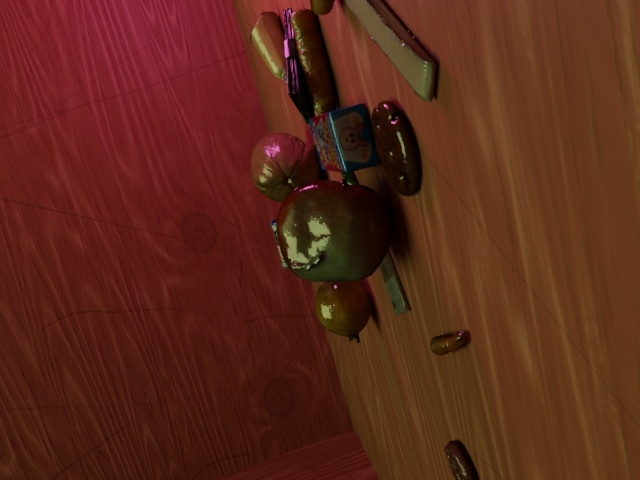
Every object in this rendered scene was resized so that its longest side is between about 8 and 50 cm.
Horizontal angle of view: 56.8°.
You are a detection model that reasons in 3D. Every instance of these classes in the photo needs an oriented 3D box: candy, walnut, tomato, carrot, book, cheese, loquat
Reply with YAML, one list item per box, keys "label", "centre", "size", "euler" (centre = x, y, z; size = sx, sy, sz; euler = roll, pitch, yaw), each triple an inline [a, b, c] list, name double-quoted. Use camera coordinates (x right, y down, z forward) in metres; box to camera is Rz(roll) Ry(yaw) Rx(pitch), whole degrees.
- label: "candy"
  centre: [0.056, -0.268, 1.573]
  size: [0.306, 0.100, 0.157]
  euler: [-145, 39, -75]
- label: "walnut"
  centre: [-0.132, -0.275, 2.245]
  size: [0.252, 0.277, 0.313]
  euler: [-63, 19, 20]
- label: "tomato"
  centre: [0.036, -0.011, 1.509]
  size: [0.303, 0.303, 0.239]
  euler: [98, 175, -72]
- label: "carrot"
  centre: [0.281, 0.224, 1.299]
  size: [0.191, 0.047, 0.047]
  euler: [107, 144, -75]
- label: "book"
  centre: [0.202, 0.114, 1.689]
  size: [0.138, 0.016, 0.198]
  euler: [111, 141, -77]
- label: "cheese"
  centre: [0.119, -0.399, 1.112]
  size: [0.085, 0.034, 0.400]
  euler: [75, 173, -50]
- label: "loquat"
  centre: [0.089, 0.251, 2.110]
  size: [0.213, 0.213, 0.246]
  euler: [127, 124, -80]

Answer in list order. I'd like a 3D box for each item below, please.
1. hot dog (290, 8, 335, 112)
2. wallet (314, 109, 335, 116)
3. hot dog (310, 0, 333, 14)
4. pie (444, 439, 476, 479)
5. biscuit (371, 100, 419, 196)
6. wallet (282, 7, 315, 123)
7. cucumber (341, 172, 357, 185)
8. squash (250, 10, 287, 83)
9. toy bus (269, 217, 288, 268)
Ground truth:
- label: "hot dog"
  centre: [-0.016, -0.501, 1.653]
  size: [0.068, 0.083, 0.289]
  euler: [11, 120, 59]
- label: "wallet"
  centre: [0.008, -0.410, 1.800]
  size: [0.155, 0.039, 0.110]
  euler: [-131, 28, -69]
- label: "hot dog"
  centre: [0.008, -0.610, 1.288]
  size: [0.250, 0.076, 0.104]
  euler: [89, -179, -52]
- label: "pie"
  centre: [0.367, 0.595, 1.539]
  size: [0.154, 0.036, 0.154]
  euler: [161, 90, -82]
- label: "biscuit"
  centre: [0.157, -0.193, 1.267]
  size: [0.212, 0.036, 0.212]
  euler: [162, 90, -83]
- label: "wallet"
  centre: [-0.063, -0.510, 1.738]
  size: [0.169, 0.044, 0.317]
  euler: [57, -155, -62]
- label: "cucumber"
  centre: [0.074, -0.217, 1.782]
  size: [0.037, 0.037, 0.155]
  euler: [90, 161, -64]
- label: "squash"
  centre: [-0.167, -0.664, 2.144]
  size: [0.137, 0.137, 0.287]
  euler: [131, 119, -80]
- label: "toy bus"
  centre: [-0.004, -0.037, 1.793]
  size: [0.138, 0.288, 0.175]
  euler: [-4, 110, 37]
